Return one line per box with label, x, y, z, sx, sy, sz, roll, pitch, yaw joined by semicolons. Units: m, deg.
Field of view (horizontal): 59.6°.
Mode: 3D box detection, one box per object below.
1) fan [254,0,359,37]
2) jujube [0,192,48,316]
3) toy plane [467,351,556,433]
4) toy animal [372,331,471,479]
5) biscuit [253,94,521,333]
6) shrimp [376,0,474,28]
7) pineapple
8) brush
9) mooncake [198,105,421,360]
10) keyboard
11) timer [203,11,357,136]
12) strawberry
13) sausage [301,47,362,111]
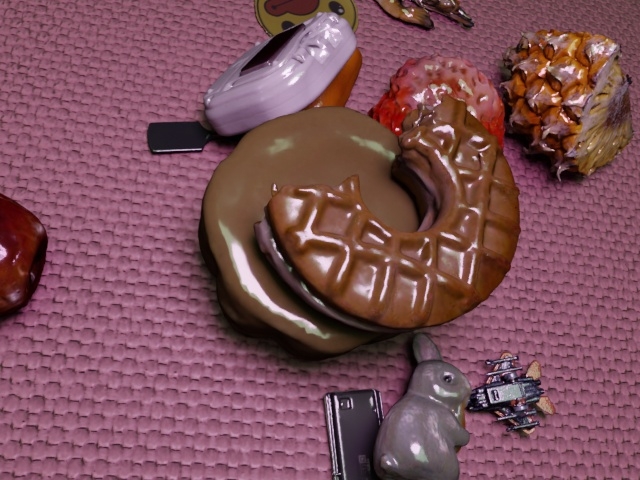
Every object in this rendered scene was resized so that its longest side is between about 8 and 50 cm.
fan;-0.051;-0.513;1.176;0.229;0.011;0.335;-32;79;-24
jujube;-0.535;0.003;0.723;0.317;0.223;0.223;13;63;-16
toy plane;0.273;0.245;0.881;0.189;0.061;0.130;-5;68;-16
toy animal;0.158;0.238;0.811;0.125;0.127;0.251;10;52;14
biscuit;0.119;-0.025;0.733;0.366;0.115;0.268;-34;84;-23
shrimp;0.214;-0.525;1.221;0.254;0.059;0.145;41;66;7
pineapple;0.424;-0.256;1.099;0.209;0.344;0.286;-52;51;2
brush;-0.204;-0.183;0.985;0.193;0.016;0.063;-5;68;-16
mooncake;0.000;0.000;0.859;0.378;0.201;0.379;5;69;-14
keyboard;0.058;0.333;0.809;0.093;0.025;0.230;0;66;-15
timer;-0.071;-0.285;0.942;0.087;0.237;0.262;55;48;-28
strawberry;0.234;-0.192;1.024;0.265;0.149;0.336;3;67;-14
sausage;0.009;-0.289;1.045;0.098;0.098;0.238;25;62;-2
